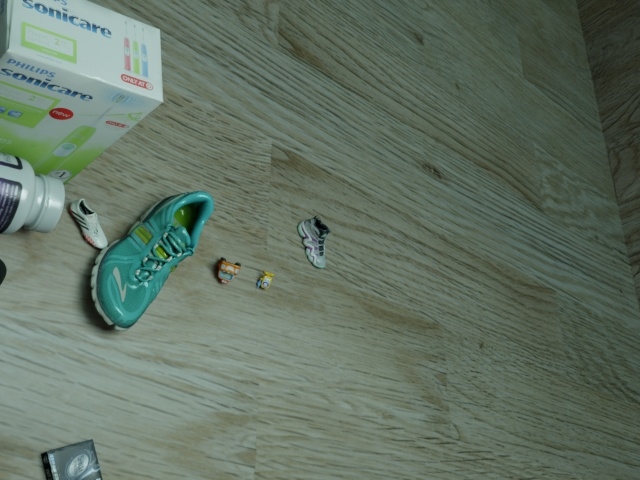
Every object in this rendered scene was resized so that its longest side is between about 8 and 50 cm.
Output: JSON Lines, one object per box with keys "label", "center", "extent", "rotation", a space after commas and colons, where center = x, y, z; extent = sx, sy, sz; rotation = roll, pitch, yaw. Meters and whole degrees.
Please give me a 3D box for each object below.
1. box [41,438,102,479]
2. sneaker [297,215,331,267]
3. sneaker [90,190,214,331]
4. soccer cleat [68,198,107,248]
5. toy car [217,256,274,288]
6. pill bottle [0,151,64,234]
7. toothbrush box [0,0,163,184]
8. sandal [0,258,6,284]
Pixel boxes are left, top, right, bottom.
{"label": "box", "center": [-0.321, 0.309, 1.009], "extent": [0.067, 0.018, 0.083], "rotation": [-4, 72, -46]}
{"label": "sneaker", "center": [0.000, 0.000, 1.470], "extent": [0.038, 0.069, 0.098], "rotation": [-23, 86, -49]}
{"label": "sneaker", "center": [-0.250, 0.016, 1.166], "extent": [0.107, 0.110, 0.275], "rotation": [50, 43, -26]}
{"label": "soccer cleat", "center": [-0.343, -0.025, 1.154], "extent": [0.083, 0.036, 0.029], "rotation": [58, 41, -5]}
{"label": "toy car", "center": [-0.126, 0.064, 1.320], "extent": [0.122, 0.060, 0.040], "rotation": [21, 87, -30]}
{"label": "pill bottle", "center": [-0.445, -0.067, 1.016], "extent": [0.194, 0.108, 0.108], "rotation": [15, 59, -40]}
{"label": "toothbrush box", "center": [-0.373, -0.199, 1.028], "extent": [0.206, 0.283, 0.122], "rotation": [13, 60, -42]}
{"label": "sandal", "center": [-0.452, 0.083, 0.979], "extent": [0.067, 0.040, 0.179], "rotation": [37, 47, -27]}
